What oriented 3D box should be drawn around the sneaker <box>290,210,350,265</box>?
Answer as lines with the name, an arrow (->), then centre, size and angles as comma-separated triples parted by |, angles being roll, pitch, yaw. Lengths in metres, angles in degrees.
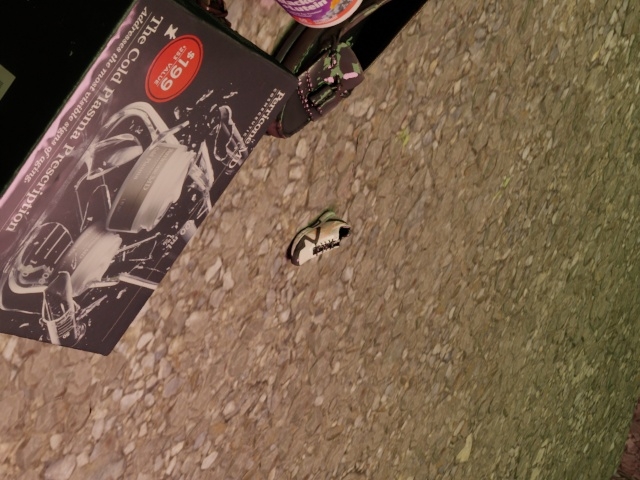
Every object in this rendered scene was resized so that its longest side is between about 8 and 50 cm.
sneaker -> 0.000, 0.000, 2.276 | 0.109, 0.044, 0.040 | -43, 148, -34

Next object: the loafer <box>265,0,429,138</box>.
loafer -> 0.033, -0.241, 2.072 | 0.302, 0.095, 0.109 | -54, 151, -22

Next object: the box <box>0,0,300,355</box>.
box -> -0.235, -0.094, 1.539 | 0.343, 0.179, 0.312 | -54, 155, 6

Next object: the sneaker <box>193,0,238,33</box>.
sneaker -> -0.103, -0.238, 1.748 | 0.106, 0.162, 0.281 | 6, 107, -62

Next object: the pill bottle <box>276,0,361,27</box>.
pill bottle -> -0.028, -0.322, 1.879 | 0.108, 0.108, 0.193 | -63, 153, -4
